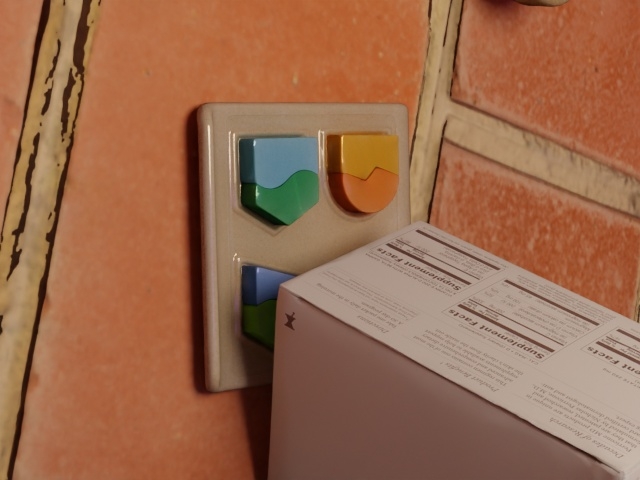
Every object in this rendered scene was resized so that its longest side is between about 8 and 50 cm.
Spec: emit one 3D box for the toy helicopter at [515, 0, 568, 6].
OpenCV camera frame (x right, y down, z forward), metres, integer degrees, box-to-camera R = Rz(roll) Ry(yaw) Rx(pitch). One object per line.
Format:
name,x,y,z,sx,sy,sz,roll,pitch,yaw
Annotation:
toy helicopter,0.113,-0.323,0.976,0.235,0.140,0.355,-43,123,-32

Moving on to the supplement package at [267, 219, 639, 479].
supplement package,0.107,0.141,0.867,0.145,0.262,0.204,-23,128,-40

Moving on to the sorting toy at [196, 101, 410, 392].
sorting toy,0.000,0.000,0.945,0.208,0.038,0.193,-5,96,-44
